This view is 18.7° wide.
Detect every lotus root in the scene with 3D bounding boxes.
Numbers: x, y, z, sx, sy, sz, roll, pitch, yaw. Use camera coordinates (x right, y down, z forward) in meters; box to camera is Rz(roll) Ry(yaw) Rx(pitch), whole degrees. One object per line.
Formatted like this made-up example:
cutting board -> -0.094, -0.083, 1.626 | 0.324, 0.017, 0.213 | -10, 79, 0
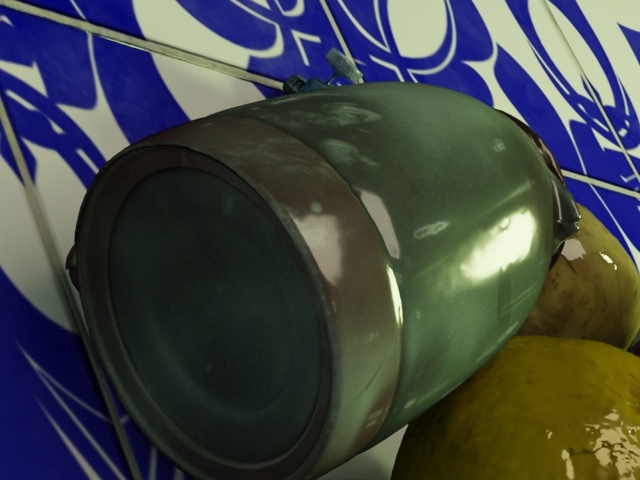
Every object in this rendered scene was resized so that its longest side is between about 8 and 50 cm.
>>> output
lotus root -> 0.189, 0.032, 1.667 | 0.154, 0.140, 0.257 | 21, -9, 42

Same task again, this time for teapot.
teapot -> 0.000, 0.000, 1.295 | 0.312, 0.315, 0.233 | -22, 116, -43

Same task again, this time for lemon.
lemon -> 0.160, 0.177, 1.345 | 0.228, 0.228, 0.253 | 50, 16, -2

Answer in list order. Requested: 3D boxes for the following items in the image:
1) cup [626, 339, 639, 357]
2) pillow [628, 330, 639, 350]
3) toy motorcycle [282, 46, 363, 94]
cup -> 0.343, 0.119, 1.618 | 0.203, 0.288, 0.203 | 36, 31, -25
pillow -> 0.363, 0.137, 1.854 | 0.181, 0.078, 0.134 | 57, 29, 14
toy motorcycle -> 0.031, -0.077, 1.575 | 0.135, 0.092, 0.254 | 41, 6, -14
